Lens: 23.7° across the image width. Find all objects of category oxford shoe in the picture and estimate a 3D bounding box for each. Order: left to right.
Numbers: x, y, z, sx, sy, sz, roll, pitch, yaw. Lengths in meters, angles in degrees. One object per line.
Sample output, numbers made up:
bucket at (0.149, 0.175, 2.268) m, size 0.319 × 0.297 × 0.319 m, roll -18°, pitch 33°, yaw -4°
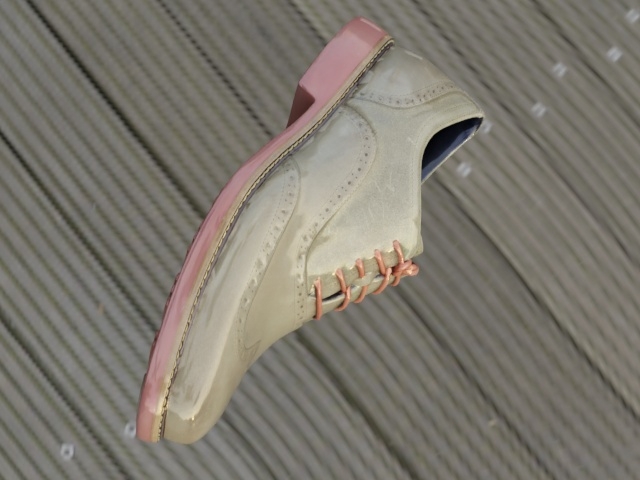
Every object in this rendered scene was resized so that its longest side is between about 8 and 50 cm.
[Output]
oxford shoe at (0.000, 0.000, 0.999) m, size 0.130 × 0.123 × 0.348 m, roll 28°, pitch 63°, yaw 6°
